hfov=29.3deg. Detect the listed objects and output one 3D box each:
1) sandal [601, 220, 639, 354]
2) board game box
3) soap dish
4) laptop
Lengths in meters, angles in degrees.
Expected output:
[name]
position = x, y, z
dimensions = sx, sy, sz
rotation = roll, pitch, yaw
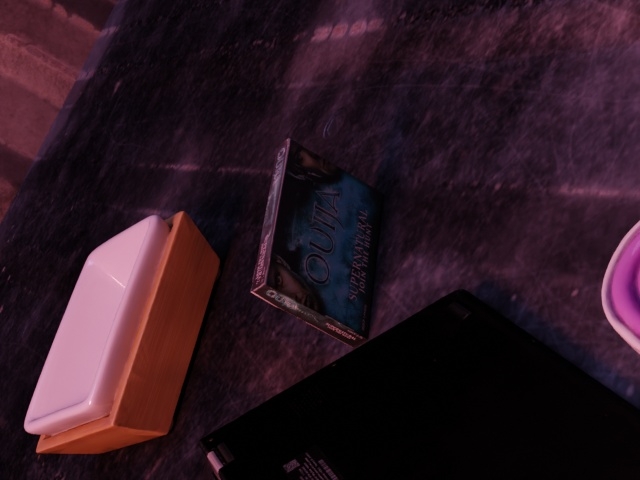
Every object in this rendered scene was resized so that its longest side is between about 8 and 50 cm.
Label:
[sandal]
position = 0.280, 0.050, 0.672
dimensions = 0.169, 0.102, 0.416
rotation = -63, 26, -6
[board game box]
position = 0.000, 0.000, 1.211
dimensions = 0.026, 0.126, 0.186
rotation = -35, 35, 42
[soap dish]
position = -0.245, 0.127, 1.538
dimensions = 0.229, 0.118, 0.290
rotation = -25, 43, 51
[laptop]
position = 0.059, 0.283, 0.890
dimensions = 0.408, 0.236, 0.382
rotation = -30, 26, -11
